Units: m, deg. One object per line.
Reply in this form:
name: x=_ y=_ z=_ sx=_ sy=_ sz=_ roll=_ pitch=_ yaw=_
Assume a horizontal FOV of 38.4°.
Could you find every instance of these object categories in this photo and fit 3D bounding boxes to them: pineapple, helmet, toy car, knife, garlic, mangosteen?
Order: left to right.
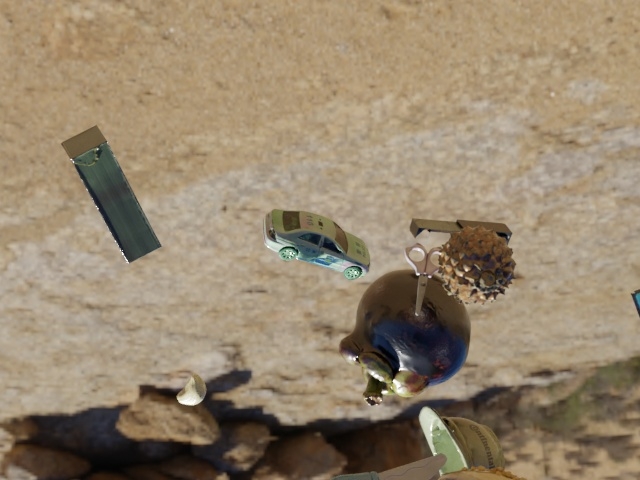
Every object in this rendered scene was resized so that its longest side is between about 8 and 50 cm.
garlic: x=-0.281 y=0.335 z=2.028 sx=0.053 sy=0.041 sz=0.083 roll=37 pitch=117 yaw=-12
toy car: x=0.000 y=0.000 z=1.741 sx=0.224 sy=0.090 sz=0.076 roll=17 pitch=127 yaw=-20
knife: x=0.130 y=0.454 z=1.736 sx=0.244 sy=0.058 sz=0.032 roll=-9 pitch=149 yaw=-11
mangosteen: x=0.196 y=0.214 z=2.173 sx=0.313 sy=0.297 sz=0.297 roll=-17 pitch=156 yaw=6
helmet: x=0.342 y=0.482 z=2.097 sx=0.137 sy=0.257 sz=0.204 roll=-17 pitch=171 yaw=-15
pineapple: x=0.320 y=0.057 z=1.864 sx=0.166 sy=0.166 sz=0.193 roll=0 pitch=-163 yaw=-5

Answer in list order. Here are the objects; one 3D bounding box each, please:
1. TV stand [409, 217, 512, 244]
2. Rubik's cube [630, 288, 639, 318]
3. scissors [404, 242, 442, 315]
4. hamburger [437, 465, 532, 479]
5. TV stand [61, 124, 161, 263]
TV stand: x=0.342 y=-0.022 z=2.236 sx=0.256 sy=0.049 sz=0.040 roll=4 pitch=121 yaw=-21
Rubik's cube: x=0.697 y=0.144 z=1.648 sx=0.180 sy=0.167 sz=0.183 roll=12 pitch=145 yaw=-43
scissors: x=0.219 y=0.082 z=1.950 sx=0.100 sy=0.189 sz=0.015 roll=13 pitch=143 yaw=2
hamburger: x=0.198 y=0.354 z=0.878 sx=0.302 sy=0.170 sz=0.302 roll=40 pitch=159 yaw=19
TV stand: x=-0.413 y=-0.089 z=1.822 sx=0.083 sy=0.088 sz=0.269 roll=-28 pitch=127 yaw=-11
